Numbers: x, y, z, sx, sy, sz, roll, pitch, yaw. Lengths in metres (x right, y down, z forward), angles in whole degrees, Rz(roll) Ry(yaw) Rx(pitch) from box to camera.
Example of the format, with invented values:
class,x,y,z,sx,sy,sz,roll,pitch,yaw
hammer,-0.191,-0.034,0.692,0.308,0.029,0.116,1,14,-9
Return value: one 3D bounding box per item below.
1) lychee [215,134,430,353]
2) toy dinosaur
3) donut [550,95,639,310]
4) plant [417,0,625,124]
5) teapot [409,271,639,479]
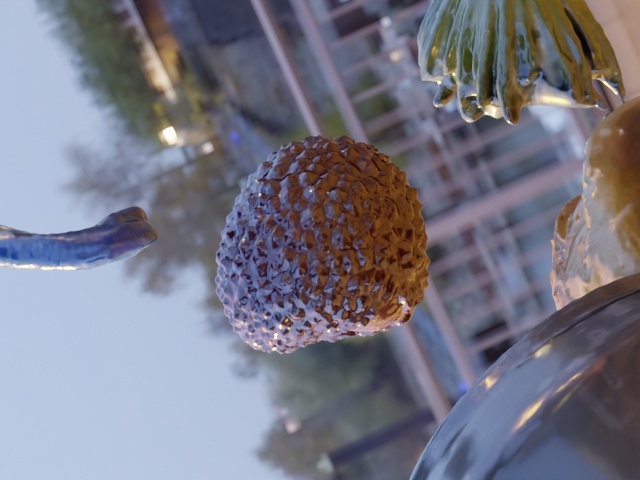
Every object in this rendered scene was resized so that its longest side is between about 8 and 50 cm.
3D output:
class,x,y,z,sx,sy,sz,roll,pitch,yaw
lychee,0.000,0.000,1.599,0.188,0.188,0.188,155,90,-88
toy dinosaur,-0.209,0.025,0.818,0.188,0.247,0.075,39,156,50
donut,0.299,0.037,1.258,0.160,0.330,0.330,-58,45,39
plant,0.206,-0.277,1.821,0.251,0.180,0.334,24,120,42
teapot,0.263,0.200,0.926,0.362,0.376,0.306,47,150,36
